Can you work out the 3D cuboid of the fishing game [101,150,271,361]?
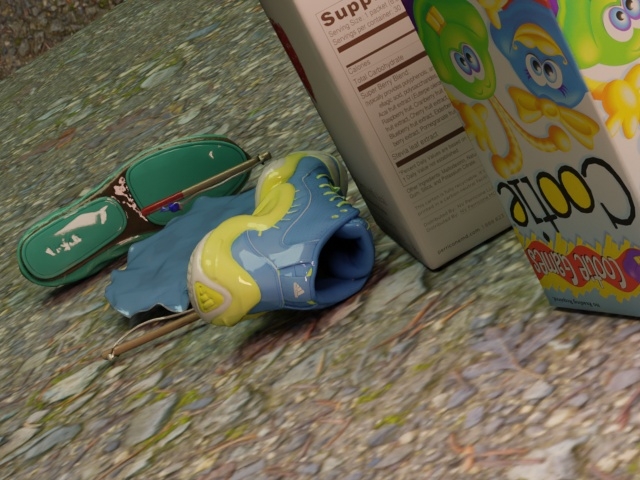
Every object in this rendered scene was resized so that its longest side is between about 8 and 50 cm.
[{"bbox_3d":[-0.098,0.011,1.524,0.189,0.041,0.264,-25,25,12],"label":"fishing game"}]

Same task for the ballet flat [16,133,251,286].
[{"bbox_3d":[-0.184,-0.032,1.727,0.247,0.083,0.087,-28,2,-7],"label":"ballet flat"}]

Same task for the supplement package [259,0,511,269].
[{"bbox_3d":[0.069,-0.159,1.307,0.175,0.293,0.177,-29,16,-5],"label":"supplement package"}]

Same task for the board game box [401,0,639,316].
[{"bbox_3d":[0.165,-0.108,1.026,0.142,0.275,0.144,-36,18,-23],"label":"board game box"}]

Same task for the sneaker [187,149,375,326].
[{"bbox_3d":[0.000,0.000,1.353,0.126,0.091,0.240,1,28,25],"label":"sneaker"}]
